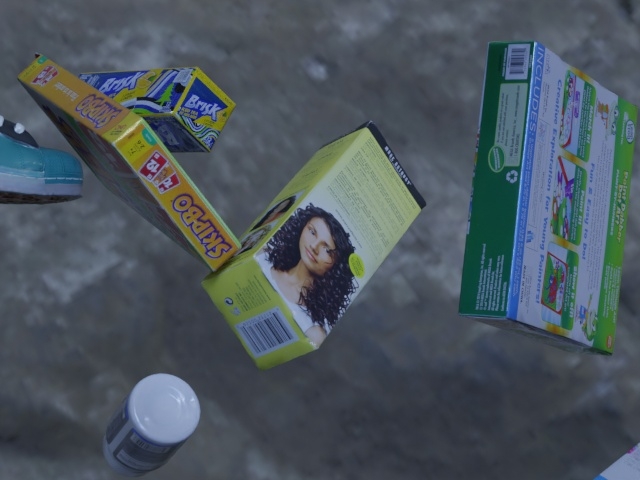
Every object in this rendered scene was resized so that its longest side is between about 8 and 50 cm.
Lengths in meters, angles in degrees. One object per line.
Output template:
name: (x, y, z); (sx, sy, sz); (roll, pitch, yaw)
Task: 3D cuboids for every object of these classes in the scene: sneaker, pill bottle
sneaker: (-0.353, -0.108, 1.670); (0.302, 0.108, 0.121); (11, 82, -18)
pill bottle: (-0.182, 0.198, 1.966); (0.078, 0.078, 0.137); (-6, 159, -25)

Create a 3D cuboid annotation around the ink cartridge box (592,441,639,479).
ink cartridge box: (0.322, 0.230, 1.693); (0.181, 0.061, 0.104); (-35, 126, -21)

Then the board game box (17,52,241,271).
board game box: (-0.149, -0.064, 1.378); (0.039, 0.259, 0.124); (-40, 118, -6)

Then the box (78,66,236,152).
box: (-0.157, -0.115, 1.659); (0.059, 0.169, 0.054); (44, 63, -36)

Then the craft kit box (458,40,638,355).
craft kit box: (0.215, -0.033, 1.716); (0.246, 0.061, 0.250); (19, 75, -55)

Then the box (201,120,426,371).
box: (0.000, 0.000, 1.405); (0.058, 0.232, 0.087); (-25, 106, 33)
